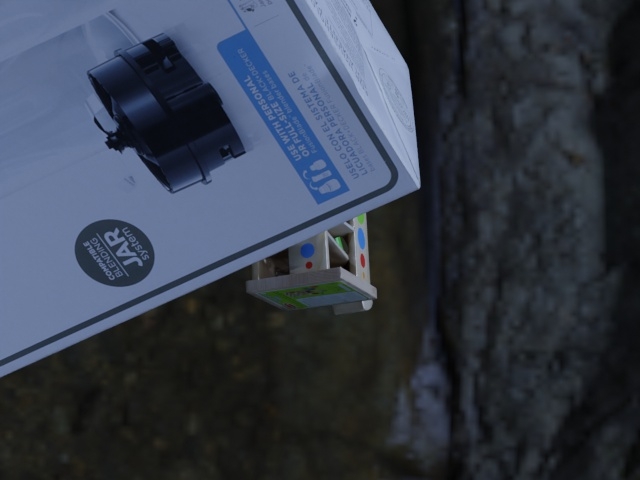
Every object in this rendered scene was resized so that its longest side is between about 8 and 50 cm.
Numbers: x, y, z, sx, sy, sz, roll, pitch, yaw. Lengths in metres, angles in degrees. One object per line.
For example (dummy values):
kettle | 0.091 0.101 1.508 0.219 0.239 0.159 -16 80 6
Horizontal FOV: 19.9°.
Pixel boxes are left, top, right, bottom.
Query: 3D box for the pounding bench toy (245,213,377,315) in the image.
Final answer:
pounding bench toy | 0.000 0.000 0.938 0.083 0.052 0.065 31 53 -64

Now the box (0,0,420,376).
box | -0.129 -0.041 0.649 0.169 0.290 0.087 58 17 -31
